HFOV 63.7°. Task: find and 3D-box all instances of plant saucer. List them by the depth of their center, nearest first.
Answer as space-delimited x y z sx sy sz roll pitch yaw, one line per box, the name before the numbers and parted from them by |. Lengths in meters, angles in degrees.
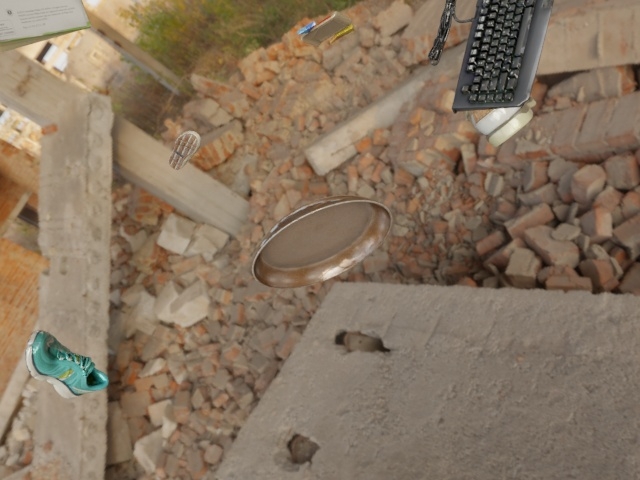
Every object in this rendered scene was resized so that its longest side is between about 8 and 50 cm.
plant saucer | 0.000 0.000 1.075 0.311 0.311 0.050 -40 59 28

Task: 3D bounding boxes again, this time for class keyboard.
keyboard | 0.253 -0.347 0.790 0.202 0.033 0.316 9 81 46

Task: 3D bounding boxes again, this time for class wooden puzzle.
wooden puzzle | 0.009 -0.345 0.840 0.079 0.014 0.116 -26 -1 21

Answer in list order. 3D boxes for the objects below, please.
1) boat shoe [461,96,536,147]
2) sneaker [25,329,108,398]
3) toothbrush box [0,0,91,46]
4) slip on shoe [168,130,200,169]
boat shoe | 0.326 -0.255 0.961 0.113 0.103 0.302 -41 2 22
sneaker | -0.608 0.295 1.246 0.110 0.275 0.106 -6 54 5
toothbrush box | -0.467 -0.289 0.640 0.284 0.122 0.206 6 30 37
slip on shoe | -0.314 -0.216 1.211 0.135 0.051 0.041 -43 11 46
